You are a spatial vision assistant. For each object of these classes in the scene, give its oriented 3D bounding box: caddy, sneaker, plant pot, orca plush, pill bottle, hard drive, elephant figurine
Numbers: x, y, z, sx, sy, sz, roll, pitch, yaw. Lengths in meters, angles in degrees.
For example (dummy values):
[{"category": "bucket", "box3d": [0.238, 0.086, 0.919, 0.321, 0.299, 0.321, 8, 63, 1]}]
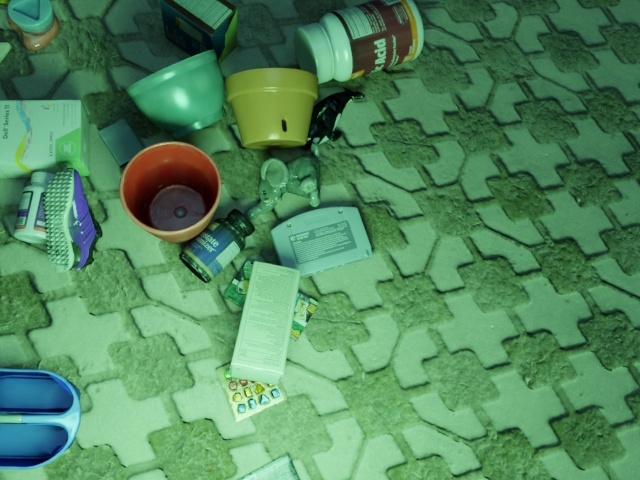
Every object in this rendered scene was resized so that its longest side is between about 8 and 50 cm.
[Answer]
[{"category": "caddy", "box3d": [-0.786, 0.453, 1.425, 0.341, 0.179, 0.241, 4, 75, -9]}, {"category": "sneaker", "box3d": [-0.700, -0.058, 1.601, 0.102, 0.146, 0.293, 3, 92, 27]}, {"category": "plant pot", "box3d": [-0.415, -0.431, 1.704, 0.293, 0.293, 0.196, -29, 108, -16]}, {"category": "plant pot", "box3d": [-0.420, -0.114, 1.611, 0.275, 0.243, 0.275, 2, 74, -8]}, {"category": "plant pot", "box3d": [-0.146, -0.398, 1.734, 0.290, 0.291, 0.204, -4, 91, -10]}, {"category": "orca plush", "box3d": [0.036, -0.421, 1.845, 0.287, 0.102, 0.151, -35, 83, -17]}, {"category": "pill bottle", "box3d": [-0.303, 0.012, 1.658, 0.123, 0.123, 0.219, 42, 72, 4]}, {"category": "hard drive", "box3d": [-0.621, -0.306, 1.747, 0.094, 0.022, 0.135, -33, 82, -16]}, {"category": "pill bottle", "box3d": [-0.811, -0.095, 1.611, 0.108, 0.108, 0.194, 6, 74, -8]}, {"category": "pill bottle", "box3d": [0.126, -0.668, 1.867, 0.392, 0.224, 0.224, -21, 79, -14]}, {"category": "elephant figurine", "box3d": [-0.123, -0.182, 1.736, 0.239, 0.169, 0.186, 0, 45, 6]}]

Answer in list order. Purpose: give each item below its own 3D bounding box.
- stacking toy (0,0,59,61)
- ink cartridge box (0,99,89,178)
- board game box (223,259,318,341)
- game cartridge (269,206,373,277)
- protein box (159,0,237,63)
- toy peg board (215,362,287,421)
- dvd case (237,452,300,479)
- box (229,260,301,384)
[{"category": "stacking toy", "box3d": [-1.014, -0.732, 1.746, 0.309, 0.130, 0.279, 43, 72, 5]}, {"category": "ink cartridge box", "box3d": [-0.885, -0.300, 1.650, 0.353, 0.119, 0.207, -4, 75, -11]}, {"category": "board game box", "box3d": [-0.148, 0.181, 1.686, 0.259, 0.030, 0.136, 31, 74, 0]}, {"category": "game cartridge", "box3d": [0.000, 0.000, 1.748, 0.294, 0.060, 0.196, -15, 81, -14]}, {"category": "protein box", "box3d": [-0.390, -0.703, 1.803, 0.201, 0.200, 0.136, 36, 72, 2]}, {"category": "toy peg board", "box3d": [-0.196, 0.410, 1.587, 0.161, 0.079, 0.161, -21, 79, -14]}, {"category": "dvd case", "box3d": [-0.116, 0.732, 1.541, 0.164, 0.018, 0.221, -23, 79, -16]}, {"category": "box", "box3d": [-0.153, 0.229, 1.558, 0.148, 0.121, 0.311, 13, 60, -5]}]
